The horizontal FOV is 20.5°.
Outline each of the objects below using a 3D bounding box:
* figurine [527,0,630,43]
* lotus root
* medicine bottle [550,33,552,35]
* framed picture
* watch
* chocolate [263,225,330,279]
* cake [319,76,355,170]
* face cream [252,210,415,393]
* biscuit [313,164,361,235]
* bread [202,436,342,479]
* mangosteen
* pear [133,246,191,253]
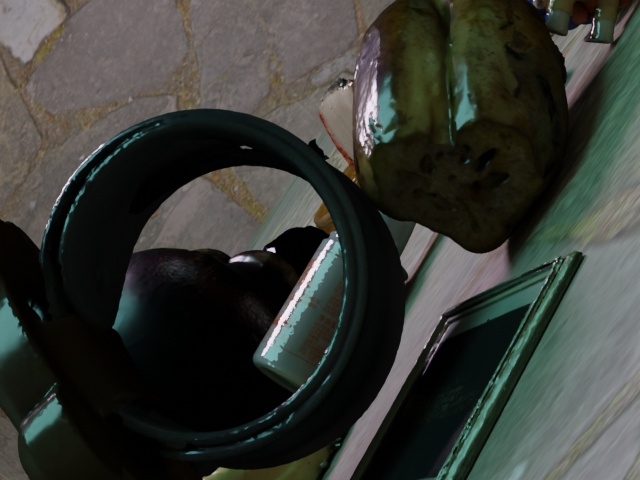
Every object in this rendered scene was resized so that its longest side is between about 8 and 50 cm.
[{"bbox_3d":[0.240,-0.238,1.620,0.195,0.111,0.102,-107,31,-78],"label":"figurine"},{"bbox_3d":[0.119,-0.126,1.510,0.193,0.193,0.291,-55,19,29],"label":"lotus root"},{"bbox_3d":[0.118,-0.379,1.908,0.213,0.379,0.213,-58,6,9],"label":"medicine bottle"},{"bbox_3d":[0.089,0.124,1.327,0.231,0.018,0.293,-60,6,-16],"label":"framed picture"},{"bbox_3d":[-0.115,0.035,1.453,0.327,0.335,0.314,-37,-16,4],"label":"watch"},{"bbox_3d":[-0.063,0.124,2.200,0.148,0.126,0.343,-14,-27,-35],"label":"chocolate"},{"bbox_3d":[0.154,-0.155,2.098,0.262,0.159,0.158,-24,-4,-15],"label":"cake"},{"bbox_3d":[0.034,0.042,1.809,0.251,0.101,0.101,-59,6,-11],"label":"face cream"},{"bbox_3d":[0.063,-0.077,2.472,0.170,0.050,0.170,-49,10,12],"label":"biscuit"},{"bbox_3d":[-0.112,0.364,1.746,0.405,0.242,0.345,-25,-10,-19],"label":"bread"},{"bbox_3d":[-0.140,0.136,1.933,0.313,0.297,0.297,-33,-2,-18],"label":"mangosteen"},{"bbox_3d":[-0.254,0.148,2.662,0.287,0.287,0.375,-58,-23,6],"label":"pear"}]
